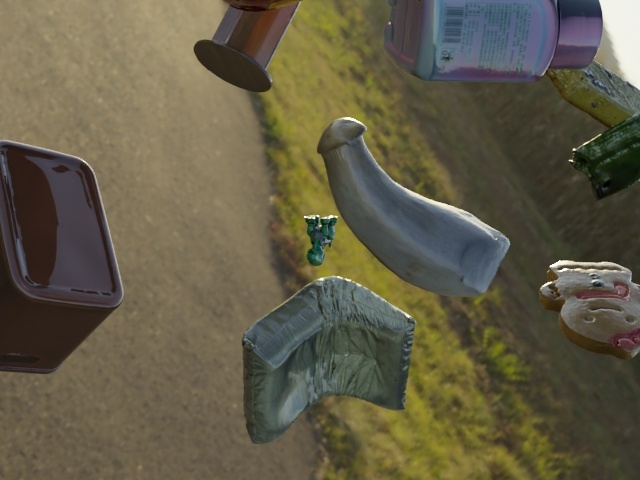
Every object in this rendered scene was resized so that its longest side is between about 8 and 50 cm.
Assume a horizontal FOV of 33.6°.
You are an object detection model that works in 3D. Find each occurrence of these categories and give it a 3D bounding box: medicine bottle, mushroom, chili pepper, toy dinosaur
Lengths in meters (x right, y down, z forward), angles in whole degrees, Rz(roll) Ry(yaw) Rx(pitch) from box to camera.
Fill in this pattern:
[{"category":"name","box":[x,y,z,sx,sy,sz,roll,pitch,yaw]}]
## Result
[{"category":"medicine bottle","box":[0.165,-0.204,1.008,0.188,0.094,0.119,-2,23,-16]},{"category":"mushroom","box":[0.093,-0.026,1.201,0.270,0.118,0.103,36,-23,-27]},{"category":"chili pepper","box":[0.455,-0.131,1.492,0.061,0.224,0.098,0,71,-48]},{"category":"toy dinosaur","box":[0.000,0.000,2.048,0.132,0.059,0.096,-11,104,-72]}]

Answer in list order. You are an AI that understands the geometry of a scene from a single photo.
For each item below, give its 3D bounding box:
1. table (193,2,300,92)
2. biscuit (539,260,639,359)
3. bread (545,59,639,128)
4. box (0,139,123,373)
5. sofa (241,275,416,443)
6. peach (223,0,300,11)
[{"category":"table","box":[-0.124,-0.429,2.063,0.167,0.226,0.167,23,-15,7]},{"category":"biscuit","box":[0.394,0.091,1.496,0.225,0.166,0.036,-80,172,-60]},{"category":"bread","box":[0.401,-0.228,1.577,0.226,0.049,0.088,23,45,-28]},{"category":"box","box":[-0.513,0.025,1.833,0.239,0.229,0.339,11,50,-45]},{"category":"sofa","box":[0.005,0.196,1.576,0.176,0.210,0.225,33,48,30]},{"category":"peach","box":[-0.073,-0.544,1.769,0.290,0.373,0.372,61,10,-23]}]
